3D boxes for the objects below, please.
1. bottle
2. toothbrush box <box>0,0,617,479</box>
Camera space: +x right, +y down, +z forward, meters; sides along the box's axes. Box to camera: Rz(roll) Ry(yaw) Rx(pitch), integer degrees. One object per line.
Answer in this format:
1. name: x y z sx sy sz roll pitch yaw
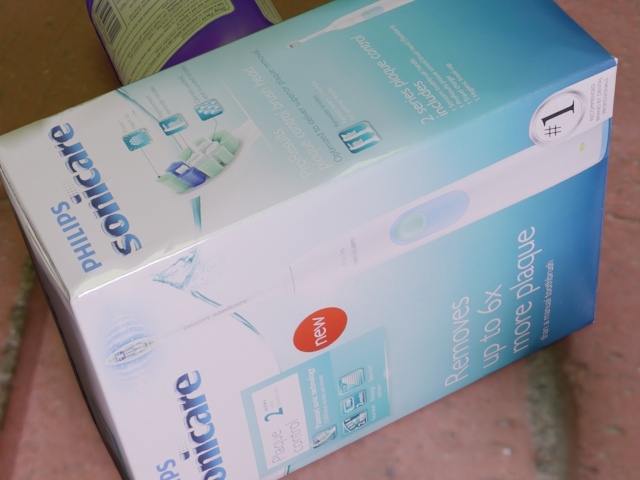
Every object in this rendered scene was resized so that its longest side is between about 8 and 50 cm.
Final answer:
1. bottle: -0.071 -0.109 0.935 0.118 0.092 0.283 -45 48 17
2. toothbrush box: 0.000 0.000 0.761 0.296 0.216 0.126 -23 50 -14
